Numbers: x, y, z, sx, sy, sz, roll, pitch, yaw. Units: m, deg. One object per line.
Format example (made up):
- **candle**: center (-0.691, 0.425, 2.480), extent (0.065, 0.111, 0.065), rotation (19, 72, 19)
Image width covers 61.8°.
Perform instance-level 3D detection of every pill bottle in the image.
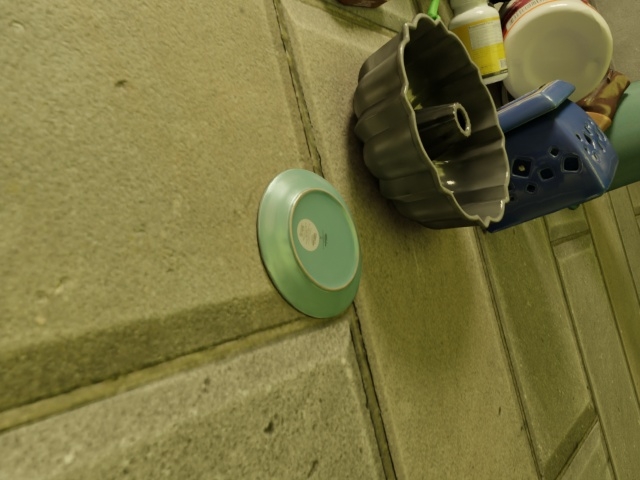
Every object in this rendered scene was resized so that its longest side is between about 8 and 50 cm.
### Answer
- **pill bottle**: center (0.320, -0.413, 1.101), extent (0.103, 0.103, 0.184), rotation (-30, 110, -51)
- **pill bottle**: center (0.527, -0.483, 1.267), extent (0.224, 0.224, 0.392), rotation (54, 30, -22)

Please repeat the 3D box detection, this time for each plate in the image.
- **plate**: center (0.000, 0.000, 0.650), extent (0.188, 0.024, 0.188), rotation (20, 63, -46)

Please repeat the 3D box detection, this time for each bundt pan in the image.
- **bundt pan**: center (0.166, -0.166, 0.830), extent (0.331, 0.124, 0.330), rotation (21, 62, -46)

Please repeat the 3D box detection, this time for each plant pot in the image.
- **plant pot**: center (0.848, -0.297, 1.531), extent (0.341, 0.334, 0.341), rotation (22, 60, -44)
- **plant pot**: center (0.420, -0.177, 1.060), extent (0.236, 0.236, 0.212), rotation (-34, 98, -50)

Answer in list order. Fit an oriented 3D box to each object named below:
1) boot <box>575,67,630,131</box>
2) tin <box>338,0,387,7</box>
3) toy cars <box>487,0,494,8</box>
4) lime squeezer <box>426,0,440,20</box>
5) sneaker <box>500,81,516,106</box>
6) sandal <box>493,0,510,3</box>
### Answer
- **boot**: center (0.662, -0.388, 1.412), extent (0.249, 0.090, 0.206), rotation (31, 82, 6)
- **tin**: center (0.059, -0.435, 0.871), extent (0.190, 0.040, 0.106), rotation (-25, 92, -51)
- **toy cars**: center (0.271, -0.584, 1.144), extent (0.394, 0.087, 0.176), rotation (23, 48, -49)
- **lime squeezer**: center (0.230, -0.376, 1.018), extent (0.110, 0.059, 0.310), rotation (-3, 75, -20)
- **sneaker**: center (0.542, -0.313, 1.306), extent (0.086, 0.163, 0.226), rotation (-7, 81, -49)
- **sandal**: center (0.422, -0.625, 1.266), extent (0.120, 0.086, 0.302), rotation (52, 11, -26)
